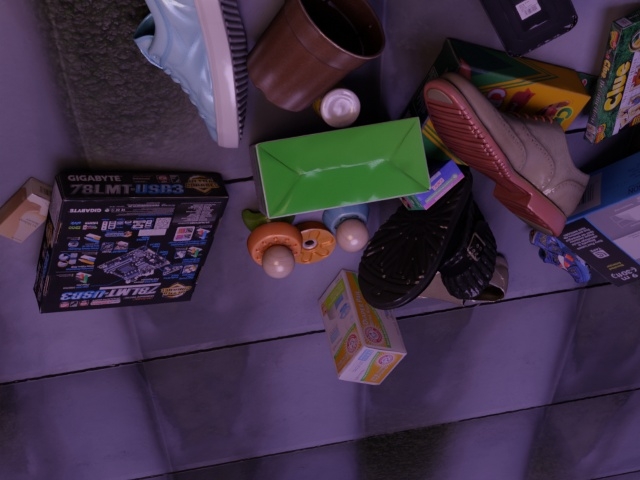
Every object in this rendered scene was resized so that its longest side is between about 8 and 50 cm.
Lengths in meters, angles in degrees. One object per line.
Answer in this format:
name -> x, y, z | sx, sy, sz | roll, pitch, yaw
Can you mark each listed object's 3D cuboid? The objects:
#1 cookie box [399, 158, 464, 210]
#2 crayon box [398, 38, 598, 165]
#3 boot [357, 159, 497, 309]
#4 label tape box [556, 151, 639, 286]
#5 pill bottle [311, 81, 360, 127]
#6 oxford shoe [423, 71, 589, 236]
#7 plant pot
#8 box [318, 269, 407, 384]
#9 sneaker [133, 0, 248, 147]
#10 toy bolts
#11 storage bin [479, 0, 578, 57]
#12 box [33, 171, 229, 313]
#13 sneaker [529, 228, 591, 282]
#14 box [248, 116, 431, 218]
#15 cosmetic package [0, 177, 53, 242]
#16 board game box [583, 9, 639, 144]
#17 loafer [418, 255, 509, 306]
cookie box -> 0.188, -0.094, 1.716 | 0.092, 0.107, 0.040 | -40, 97, -7
crayon box -> 0.320, -0.220, 1.734 | 0.319, 0.081, 0.202 | 7, 135, -24
boot -> 0.213, 0.041, 1.843 | 0.131, 0.348, 0.260 | 19, 151, 32
label tape box -> 0.649, -0.013, 1.941 | 0.348, 0.115, 0.249 | 36, 139, -26
pill bottle -> 0.019, -0.224, 1.605 | 0.065, 0.116, 0.065 | -4, 110, -12
oxford shoe -> 0.315, -0.169, 1.661 | 0.146, 0.140, 0.397 | -52, 129, -5
plant pot -> -0.018, -0.292, 1.502 | 0.167, 0.167, 0.165 | 19, 138, -33
box -> 0.082, 0.176, 2.019 | 0.103, 0.203, 0.114 | 12, 133, -28
sneaker -> -0.195, -0.288, 1.488 | 0.150, 0.135, 0.366 | 2, 137, 7
toy bolts -> 0.000, 0.000, 1.828 | 0.228, 0.158, 0.218 | -29, 138, 17
storage bin -> 0.308, -0.386, 1.539 | 0.122, 0.084, 0.180 | -27, 137, 14
box -> -0.340, 0.005, 1.770 | 0.296, 0.073, 0.293 | -3, 140, -27
sneaker -> 0.502, 0.021, 2.078 | 0.087, 0.083, 0.221 | -19, 136, 26
box -> 0.024, -0.117, 1.637 | 0.262, 0.231, 0.126 | -10, 96, -5
cosmetic package -> -0.505, -0.051, 1.711 | 0.060, 0.041, 0.115 | 27, 125, -39
board game box -> 0.537, -0.290, 1.728 | 0.136, 0.030, 0.259 | -24, 143, -18
loafer -> 0.271, 0.085, 2.058 | 0.269, 0.092, 0.102 | -5, 139, -11
